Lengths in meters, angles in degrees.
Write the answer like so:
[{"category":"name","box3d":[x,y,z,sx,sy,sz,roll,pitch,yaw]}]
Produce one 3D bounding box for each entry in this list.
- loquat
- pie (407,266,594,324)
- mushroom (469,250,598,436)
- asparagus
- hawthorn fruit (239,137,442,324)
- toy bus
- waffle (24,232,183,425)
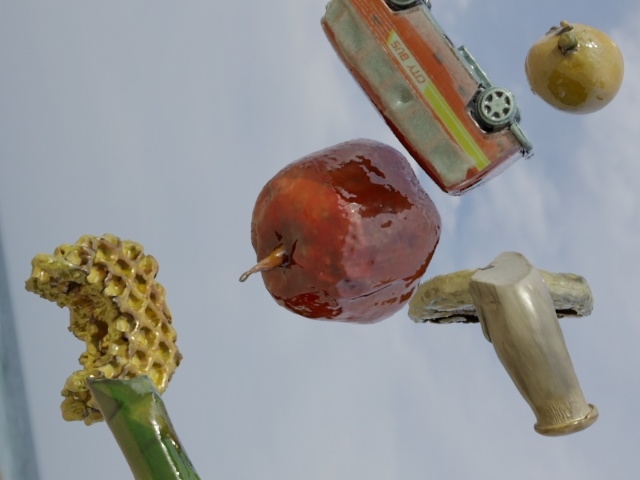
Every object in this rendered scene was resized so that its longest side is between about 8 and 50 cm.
[{"category":"loquat","box3d":[0.439,-0.304,2.107,0.172,0.149,0.204,26,-13,29]},{"category":"pie","box3d":[0.305,0.099,2.062,0.339,0.339,0.077,149,-58,-74]},{"category":"mushroom","box3d":[0.262,0.128,1.520,0.108,0.096,0.247,93,-25,-77]},{"category":"asparagus","box3d":[-0.183,0.288,1.460,0.343,0.085,0.082,57,-4,24]},{"category":"hawthorn fruit","box3d":[0.000,0.000,1.328,0.207,0.243,0.207,20,-62,43]},{"category":"toy bus","box3d":[0.103,-0.169,1.235,0.265,0.120,0.121,54,8,7]},{"category":"waffle","box3d":[-0.374,0.149,2.116,0.151,0.261,0.324,-18,-97,36]}]
